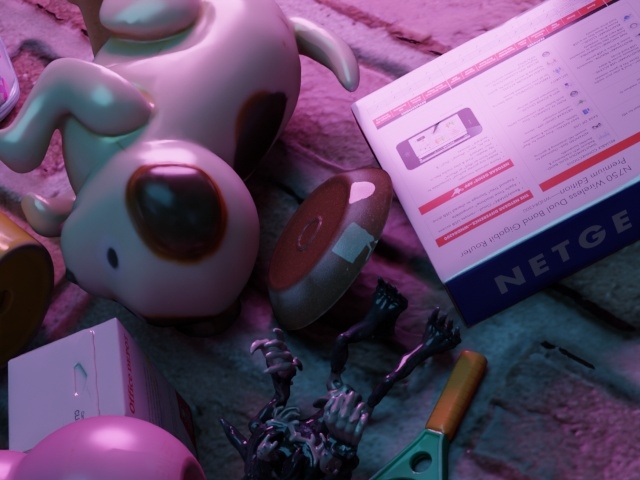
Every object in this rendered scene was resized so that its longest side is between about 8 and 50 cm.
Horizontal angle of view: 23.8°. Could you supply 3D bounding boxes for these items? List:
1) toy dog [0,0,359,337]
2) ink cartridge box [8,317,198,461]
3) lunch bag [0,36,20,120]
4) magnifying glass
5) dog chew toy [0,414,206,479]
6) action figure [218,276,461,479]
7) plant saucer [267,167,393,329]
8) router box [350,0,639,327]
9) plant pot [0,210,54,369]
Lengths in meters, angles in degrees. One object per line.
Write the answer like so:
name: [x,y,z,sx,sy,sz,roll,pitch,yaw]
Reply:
toy dog: [-0.162,-0.085,1.690,0.395,0.284,0.408,6,51,-3]
ink cartridge box: [-0.215,0.190,1.513,0.127,0.176,0.128,-21,46,9]
lunch bag: [-0.554,-0.196,2.059,0.279,0.108,0.224,-32,49,1]
magnifying glass: [0.101,0.205,1.446,0.092,0.026,0.231,11,58,34]
dog chew toy: [-0.266,0.274,1.362,0.331,0.207,0.207,-11,49,10]
action figure: [0.000,0.154,1.463,0.164,0.141,0.276,35,72,30]
plant saucer: [0.000,0.000,1.592,0.198,0.036,0.198,-47,22,26]
router box: [0.233,-0.107,1.599,0.335,0.082,0.301,-27,46,4]
plant pot: [-0.446,0.032,1.733,0.239,0.254,0.254,22,65,22]
